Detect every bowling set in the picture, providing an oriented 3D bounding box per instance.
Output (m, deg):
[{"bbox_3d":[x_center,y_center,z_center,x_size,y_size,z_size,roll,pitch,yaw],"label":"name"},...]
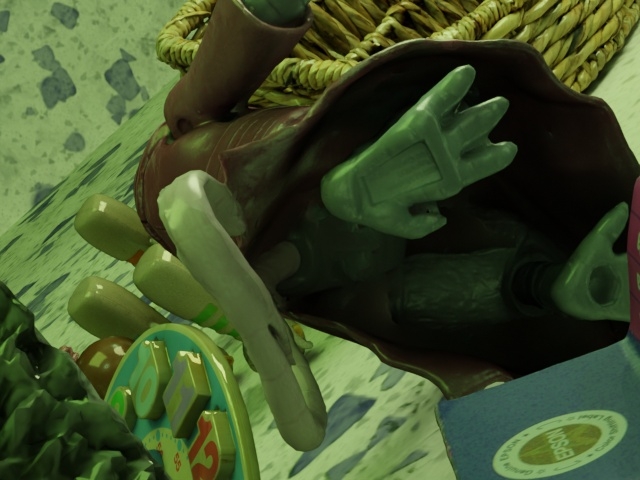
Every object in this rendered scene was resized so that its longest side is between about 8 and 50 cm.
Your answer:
[{"bbox_3d":[-0.079,0.055,1.289,0.287,0.154,0.200,-17,44,57],"label":"bowling set"}]

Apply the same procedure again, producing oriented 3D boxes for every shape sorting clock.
[{"bbox_3d":[-0.072,0.140,0.859,0.206,0.040,0.206,-20,67,58],"label":"shape sorting clock"}]

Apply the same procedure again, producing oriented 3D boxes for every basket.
[{"bbox_3d":[0.070,-0.169,1.357,0.213,0.223,0.299,-24,20,52],"label":"basket"}]

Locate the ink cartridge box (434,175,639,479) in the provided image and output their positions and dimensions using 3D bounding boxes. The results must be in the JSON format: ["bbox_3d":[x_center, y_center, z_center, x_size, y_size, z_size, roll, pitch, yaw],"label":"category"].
[{"bbox_3d":[0.192,0.018,0.484,0.330,0.071,0.324,-18,15,1],"label":"ink cartridge box"}]

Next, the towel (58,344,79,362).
[{"bbox_3d":[-0.361,0.223,1.688,0.329,0.037,0.237,-47,14,-28],"label":"towel"}]

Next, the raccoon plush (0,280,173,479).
[{"bbox_3d":[-0.129,0.177,0.438,0.299,0.216,0.446,-41,37,-13],"label":"raccoon plush"}]

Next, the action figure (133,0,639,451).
[{"bbox_3d":[0.000,0.000,0.910,0.276,0.248,0.370,-33,23,-25],"label":"action figure"}]
